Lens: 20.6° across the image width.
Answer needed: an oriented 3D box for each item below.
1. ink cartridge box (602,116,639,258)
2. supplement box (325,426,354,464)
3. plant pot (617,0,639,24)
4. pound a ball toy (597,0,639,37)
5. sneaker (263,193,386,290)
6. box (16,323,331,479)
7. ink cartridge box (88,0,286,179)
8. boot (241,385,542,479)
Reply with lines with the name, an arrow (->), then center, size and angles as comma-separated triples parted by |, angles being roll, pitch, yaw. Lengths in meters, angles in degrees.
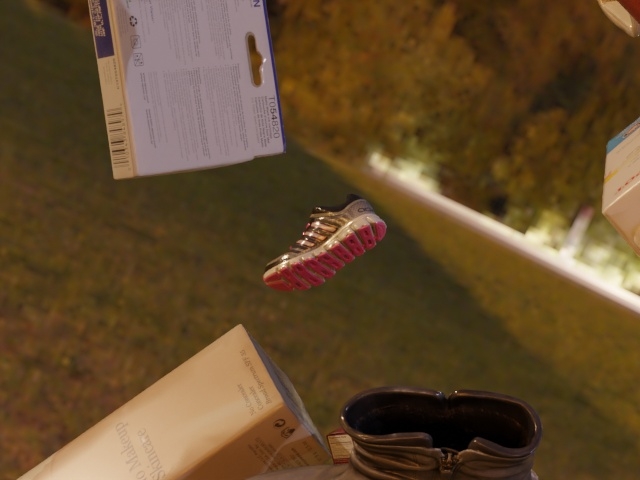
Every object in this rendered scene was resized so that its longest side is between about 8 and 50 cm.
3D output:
ink cartridge box -> 0.391, -0.054, 1.704 | 0.168, 0.171, 0.232 | 47, 22, -8
supplement box -> 0.047, 0.234, 1.853 | 0.043, 0.083, 0.055 | -11, 5, 44
plant pot -> 0.313, -0.264, 1.373 | 0.272, 0.272, 0.265 | 11, 41, -57
pound a ball toy -> 0.466, -0.364, 2.056 | 0.208, 0.319, 0.136 | -121, -173, -62
sneaker -> 0.000, 0.000, 2.182 | 0.063, 0.170, 0.075 | 40, 24, -48
box -> -0.162, 0.250, 1.920 | 0.121, 0.311, 0.148 | 53, 2, -44
ink cartridge box -> -0.143, -0.187, 1.898 | 0.045, 0.223, 0.224 | -5, 4, 45
boot -> 0.041, 0.210, 1.623 | 0.338, 0.118, 0.222 | -7, -37, 9
